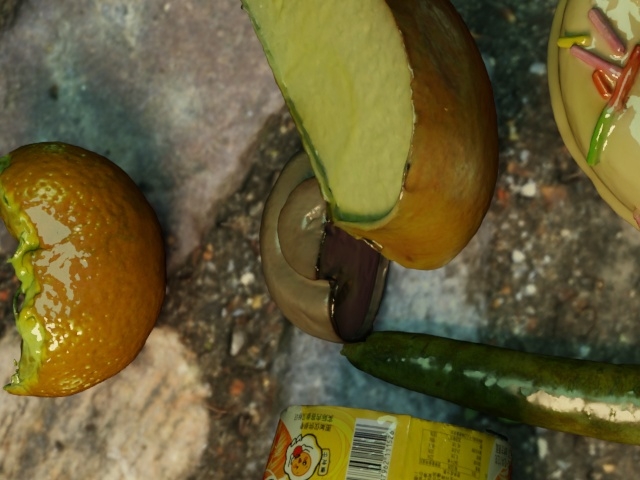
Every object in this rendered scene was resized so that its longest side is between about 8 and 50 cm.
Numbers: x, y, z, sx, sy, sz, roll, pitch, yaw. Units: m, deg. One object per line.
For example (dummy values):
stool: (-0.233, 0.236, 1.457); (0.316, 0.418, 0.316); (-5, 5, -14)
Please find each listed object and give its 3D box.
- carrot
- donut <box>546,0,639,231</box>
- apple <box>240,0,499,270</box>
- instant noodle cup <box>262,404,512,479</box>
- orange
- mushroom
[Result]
carrot: (0.187, 0.129, 1.502); (0.359, 0.074, 0.074); (9, 87, 18)
donut: (0.366, -0.132, 1.436); (0.371, 0.150, 0.307); (16, 89, 16)
apple: (0.048, -0.148, 1.462); (0.179, 0.254, 0.346); (-23, 67, -2)
instant noodle cup: (0.048, 0.255, 1.443); (0.264, 0.264, 0.200); (5, 77, 16)
orange: (-0.223, 0.026, 1.572); (0.159, 0.179, 0.237); (-4, 78, -6)
mushroom: (0.000, 0.000, 1.537); (0.117, 0.141, 0.188); (-3, 79, 38)
